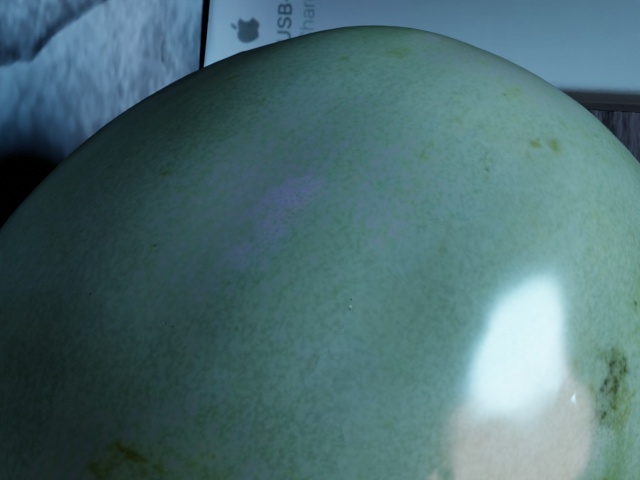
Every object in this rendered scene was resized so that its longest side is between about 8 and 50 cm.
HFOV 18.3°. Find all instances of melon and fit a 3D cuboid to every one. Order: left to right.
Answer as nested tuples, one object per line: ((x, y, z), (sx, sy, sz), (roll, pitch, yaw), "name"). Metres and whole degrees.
((-0.012, 0.075, 0.728), (0.330, 0.268, 0.268), (-54, 149, -22), "melon")

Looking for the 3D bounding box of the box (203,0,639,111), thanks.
((0.079, -0.170, 0.974), (0.106, 0.251, 0.203), (2, 93, -70), "box")
